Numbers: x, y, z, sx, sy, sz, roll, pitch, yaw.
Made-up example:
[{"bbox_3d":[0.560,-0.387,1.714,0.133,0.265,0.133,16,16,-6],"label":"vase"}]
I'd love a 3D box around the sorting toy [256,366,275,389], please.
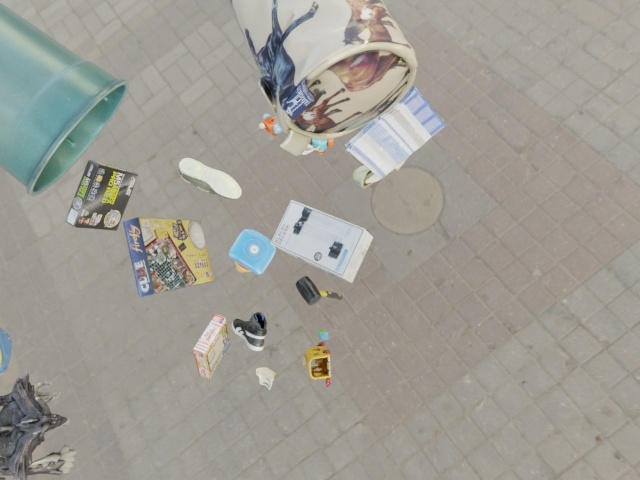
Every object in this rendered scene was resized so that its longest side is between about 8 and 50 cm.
[{"bbox_3d":[-0.214,0.549,1.654,0.083,0.044,0.075,23,113,30],"label":"sorting toy"}]

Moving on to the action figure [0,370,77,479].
[{"bbox_3d":[-0.489,0.317,0.693,0.275,0.140,0.164,-28,69,25],"label":"action figure"}]

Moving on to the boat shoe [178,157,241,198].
[{"bbox_3d":[-0.515,-0.275,1.955,0.304,0.091,0.109,28,61,-13],"label":"boat shoe"}]

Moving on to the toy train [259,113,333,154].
[{"bbox_3d":[-0.047,-0.220,0.886,0.125,0.046,0.166,-27,54,-26],"label":"toy train"}]

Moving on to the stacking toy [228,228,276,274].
[{"bbox_3d":[-0.332,0.088,1.909,0.175,0.302,0.166,32,61,-7],"label":"stacking toy"}]

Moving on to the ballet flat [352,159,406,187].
[{"bbox_3d":[0.237,-0.268,1.524,0.248,0.086,0.086,-31,68,2],"label":"ballet flat"}]

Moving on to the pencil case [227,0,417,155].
[{"bbox_3d":[-0.056,-0.321,0.520,0.183,0.160,0.411,-30,77,13],"label":"pencil case"}]

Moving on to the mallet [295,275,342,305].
[{"bbox_3d":[0.011,0.133,0.998,0.039,0.189,0.062,-43,56,13],"label":"mallet"}]

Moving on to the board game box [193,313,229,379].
[{"bbox_3d":[-0.370,0.368,1.440,0.045,0.194,0.147,19,47,9],"label":"board game box"}]

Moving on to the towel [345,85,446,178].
[{"bbox_3d":[0.246,-0.339,1.367,0.285,0.209,0.034,-38,42,22],"label":"towel"}]

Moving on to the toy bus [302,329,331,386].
[{"bbox_3d":[-0.020,0.474,1.673,0.104,0.202,0.191,-5,49,-11],"label":"toy bus"}]

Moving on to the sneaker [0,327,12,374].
[{"bbox_3d":[-0.649,0.156,0.772,0.091,0.126,0.240,-26,69,-25],"label":"sneaker"}]

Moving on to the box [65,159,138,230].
[{"bbox_3d":[-0.896,-0.179,1.730,0.060,0.216,0.270,26,95,19],"label":"box"}]

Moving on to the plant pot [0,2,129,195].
[{"bbox_3d":[-0.671,-0.331,0.909,0.334,0.341,0.341,38,82,-23],"label":"plant pot"}]

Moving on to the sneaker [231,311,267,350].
[{"bbox_3d":[-0.262,0.318,1.600,0.216,0.079,0.121,27,102,50],"label":"sneaker"}]

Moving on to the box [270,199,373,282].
[{"bbox_3d":[0.000,0.000,1.338,0.289,0.087,0.169,25,86,28],"label":"box"}]

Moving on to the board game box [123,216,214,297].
[{"bbox_3d":[-0.344,0.033,0.979,0.042,0.243,0.165,-14,87,15],"label":"board game box"}]
